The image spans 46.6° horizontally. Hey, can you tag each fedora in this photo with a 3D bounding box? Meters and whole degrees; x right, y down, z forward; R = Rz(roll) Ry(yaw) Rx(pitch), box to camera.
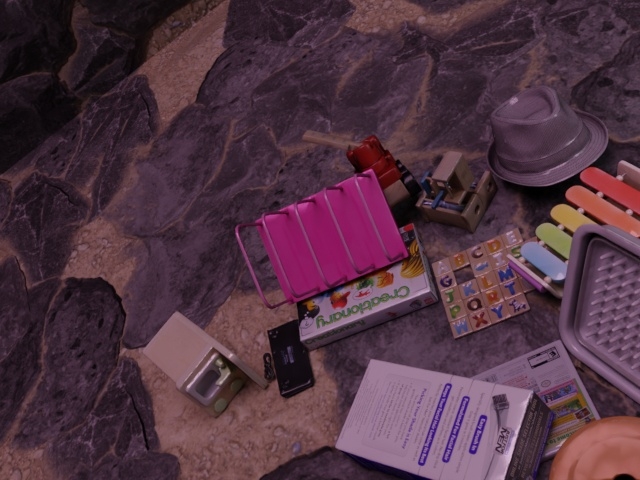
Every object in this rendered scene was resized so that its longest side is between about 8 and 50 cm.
[{"bbox_3d":[0.456,-0.238,1.565,0.243,0.124,0.275,-31,28,4],"label":"fedora"}]

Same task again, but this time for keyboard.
[{"bbox_3d":[-0.078,0.261,1.627,0.108,0.023,0.180,-23,45,6],"label":"keyboard"}]

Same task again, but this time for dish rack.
[{"bbox_3d":[0.534,0.136,1.174,0.072,0.286,0.333,-23,39,-24],"label":"dish rack"}]

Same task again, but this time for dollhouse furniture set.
[{"bbox_3d":[0.276,-0.130,1.596,0.129,0.184,0.129,16,65,40],"label":"dollhouse furniture set"}]

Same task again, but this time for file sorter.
[{"bbox_3d":[0.000,0.000,1.533,0.290,0.182,0.202,-23,87,16],"label":"file sorter"}]

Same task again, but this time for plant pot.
[{"bbox_3d":[0.448,0.380,1.055,0.290,0.203,0.291,-18,47,20],"label":"plant pot"}]

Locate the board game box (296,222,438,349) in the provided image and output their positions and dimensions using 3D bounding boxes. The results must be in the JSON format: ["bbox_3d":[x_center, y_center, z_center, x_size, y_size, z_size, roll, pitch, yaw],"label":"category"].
[{"bbox_3d":[0.090,0.101,1.623,0.305,0.053,0.193,-23,47,16],"label":"board game box"}]

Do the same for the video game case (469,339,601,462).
[{"bbox_3d":[0.363,0.296,1.308,0.212,0.023,0.193,-26,45,12],"label":"video game case"}]

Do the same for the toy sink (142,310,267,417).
[{"bbox_3d":[-0.256,0.285,1.630,0.234,0.153,0.131,27,73,42],"label":"toy sink"}]

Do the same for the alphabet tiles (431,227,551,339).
[{"bbox_3d":[0.356,0.077,1.502,0.237,0.009,0.198,-25,45,15],"label":"alphabet tiles"}]

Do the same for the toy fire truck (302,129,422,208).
[{"bbox_3d":[0.088,-0.184,1.685,0.158,0.246,0.217,-33,15,7],"label":"toy fire truck"}]

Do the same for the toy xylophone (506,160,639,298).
[{"bbox_3d":[0.527,-0.001,1.394,0.322,0.081,0.236,-45,45,-11],"label":"toy xylophone"}]

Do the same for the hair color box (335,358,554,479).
[{"bbox_3d":[0.209,0.333,1.293,0.338,0.110,0.185,3,60,44],"label":"hair color box"}]
